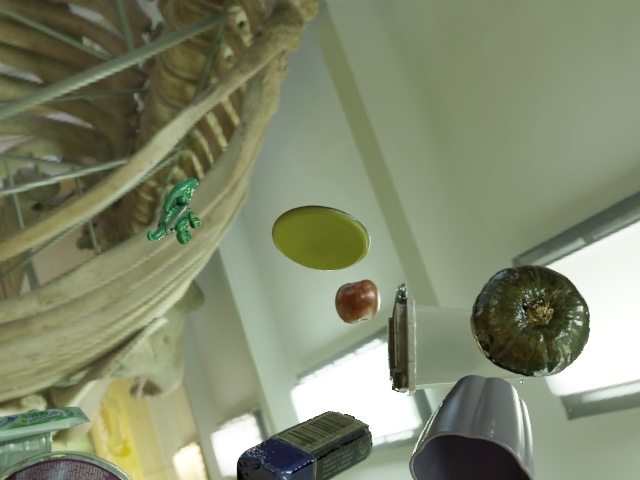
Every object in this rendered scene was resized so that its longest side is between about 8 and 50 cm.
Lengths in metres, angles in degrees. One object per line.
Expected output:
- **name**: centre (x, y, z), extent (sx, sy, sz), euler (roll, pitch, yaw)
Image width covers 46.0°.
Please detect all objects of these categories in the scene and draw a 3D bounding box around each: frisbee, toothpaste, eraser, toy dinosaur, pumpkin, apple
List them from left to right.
- **toothpaste**: centre (-0.578, 0.344, 1.381), extent (0.075, 0.297, 0.048), euler (19, -72, 52)
- **toy dinosaur**: centre (-0.252, -0.045, 1.295), extent (0.059, 0.132, 0.096), euler (25, -31, 22)
- **eraser**: centre (-0.026, 0.497, 1.750), extent (0.155, 0.332, 0.101), euler (12, -74, 40)
- **frisbee**: centre (0.000, 0.000, 1.785), extent (0.236, 0.236, 0.017), euler (108, -7, -51)
- **apple**: centre (0.116, 0.193, 2.357), extent (0.146, 0.146, 0.130), euler (158, -79, -67)
- **pumpkin**: centre (0.396, 0.152, 1.428), extent (0.157, 0.224, 0.223), euler (79, -11, -69)

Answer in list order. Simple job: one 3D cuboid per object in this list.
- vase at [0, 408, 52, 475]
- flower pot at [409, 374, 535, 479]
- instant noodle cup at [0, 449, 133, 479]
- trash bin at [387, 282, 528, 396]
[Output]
- **vase**: centre (-0.679, 0.402, 1.418), extent (0.143, 0.299, 0.143), euler (-5, -98, 45)
- **flower pot**: centre (0.347, 0.443, 1.676), extent (0.243, 0.265, 0.265), euler (-60, 156, -55)
- **instant noodle cup**: centre (-0.450, 0.570, 1.283), extent (0.266, 0.340, 0.339), euler (-153, -127, -72)
- **trash bin**: centre (0.366, 0.272, 2.048), extent (0.256, 0.368, 0.295), euler (76, 14, -73)
